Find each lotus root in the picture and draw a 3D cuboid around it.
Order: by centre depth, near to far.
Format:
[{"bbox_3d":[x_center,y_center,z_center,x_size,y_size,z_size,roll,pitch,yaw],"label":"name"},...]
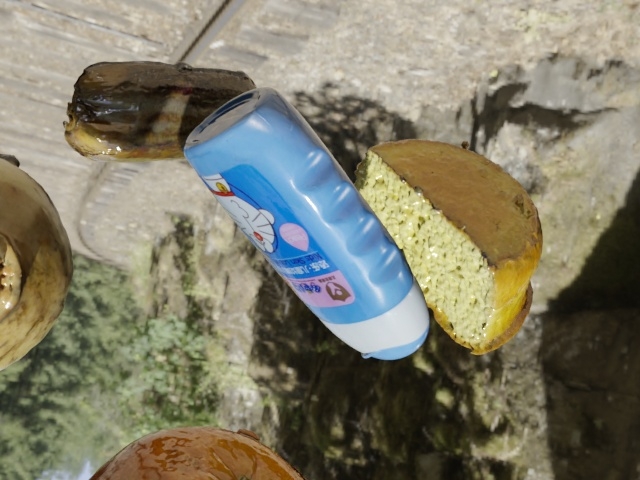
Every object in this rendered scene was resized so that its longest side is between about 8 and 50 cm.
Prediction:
[{"bbox_3d":[-0.257,0.010,0.539,0.140,0.155,0.256,9,-176,-40],"label":"lotus root"},{"bbox_3d":[-0.206,-0.175,1.130,0.329,0.167,0.078,-11,-135,-38],"label":"lotus root"}]

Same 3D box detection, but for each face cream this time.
[{"bbox_3d":[0.000,0.000,0.637,0.264,0.083,0.149,52,157,-22],"label":"face cream"}]

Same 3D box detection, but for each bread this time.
[{"bbox_3d":[0.199,-0.019,1.090,0.178,0.194,0.340,-21,-131,-23],"label":"bread"}]

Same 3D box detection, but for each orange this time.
[{"bbox_3d":[-0.117,0.320,0.752,0.283,0.226,0.284,24,-162,-8],"label":"orange"}]
